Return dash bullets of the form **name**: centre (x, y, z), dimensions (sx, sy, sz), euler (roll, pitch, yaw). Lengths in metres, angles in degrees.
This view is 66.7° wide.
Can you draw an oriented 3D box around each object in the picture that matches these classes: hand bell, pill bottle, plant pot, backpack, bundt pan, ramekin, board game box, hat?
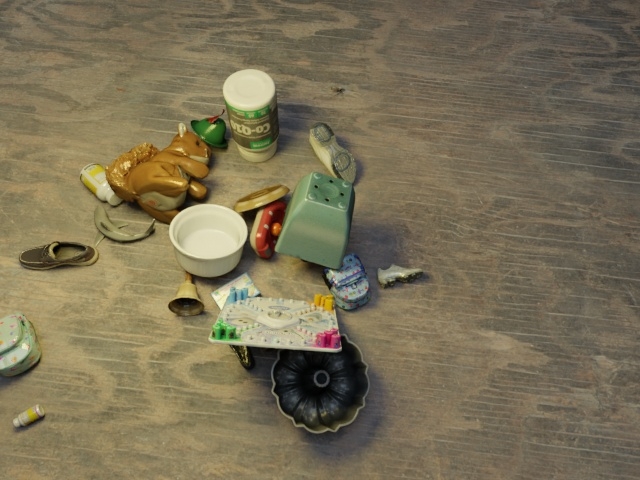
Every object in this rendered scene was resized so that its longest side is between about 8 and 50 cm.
- **hand bell**: centre (-0.487, 0.144, 1.803), dimensions (0.126, 0.126, 0.242), euler (-4, 51, -3)
- **pill bottle**: centre (-0.880, -0.225, 1.972), dimensions (0.184, 0.103, 0.103), euler (39, 68, 17)
- **plant pot**: centre (-0.235, -0.171, 1.906), dimensions (0.236, 0.236, 0.032), euler (-24, 105, -13)
- **pill bottle**: centre (-0.272, -0.494, 1.982), dimensions (0.204, 0.361, 0.204), euler (0, 62, -1)
- **backpack**: centre (0.105, 0.157, 1.789), dimensions (0.158, 0.117, 0.173), euler (-20, 66, -12)
- **pill bottle**: centre (-0.951, 0.574, 1.586), dimensions (0.083, 0.043, 0.043), euler (-28, 66, -14)
- **bundt pan**: centre (-0.011, 0.456, 1.596), dimensions (0.331, 0.124, 0.330), euler (5, 70, -14)
- **ramekin**: centre (-0.415, 0.005, 1.810), dimensions (0.277, 0.135, 0.277), euler (6, 46, -7)
- **board game box**: centre (-0.313, 0.200, 1.806), dimensions (0.154, 0.026, 0.103), euler (-31, 68, -16)
- **backpack**: centre (-1.052, 0.355, 1.645), dimensions (0.166, 0.144, 0.188), euler (-27, 69, -20)
- **board game box**: centre (-0.136, 0.246, 1.595), dimensions (0.390, 0.390, 0.050), euler (5, 103, -3)
- **hat**: centre (-0.426, -0.513, 2.051), dimensions (0.173, 0.183, 0.208), euler (8, 38, -48)
- **plant pot**: centre (0.003, -0.094, 1.709), dimensions (0.248, 0.252, 0.247), euler (16, 49, -5)

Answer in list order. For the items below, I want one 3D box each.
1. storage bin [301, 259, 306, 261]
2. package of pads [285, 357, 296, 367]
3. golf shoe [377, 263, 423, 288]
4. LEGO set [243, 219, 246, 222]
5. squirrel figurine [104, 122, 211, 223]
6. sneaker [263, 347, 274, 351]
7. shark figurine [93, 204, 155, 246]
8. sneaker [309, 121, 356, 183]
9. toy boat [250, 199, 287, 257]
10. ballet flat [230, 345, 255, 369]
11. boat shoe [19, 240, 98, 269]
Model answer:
- **storage bin**: centre (0.000, 0.000, 1.887), dimensions (0.180, 0.084, 0.122), euler (-11, 63, -8)
- **package of pads**: centre (-0.124, 0.435, 1.674), dimensions (0.083, 0.050, 0.032), euler (-28, 67, -14)
- **golf shoe**: centre (0.300, 0.118, 1.844), dimensions (0.176, 0.069, 0.086), euler (-11, 57, -8)
- **LEGO set**: centre (-0.314, -0.045, 1.941), dimensions (0.054, 0.023, 0.083), euler (18, 50, 5)
- **squirrel figurine**: centre (-0.629, -0.300, 1.932), dimensions (0.397, 0.281, 0.370), euler (12, 56, 2)
- **sneaker**: centre (-0.127, 0.320, 1.726), dimensions (0.188, 0.066, 0.071), euler (-26, 65, -15)
- **shark figurine**: centre (-0.786, -0.048, 1.879), dimensions (0.278, 0.116, 0.166), euler (15, 64, 9)
- **sneaker**: centre (0.051, -0.356, 2.065), dimensions (0.111, 0.129, 0.297), euler (-28, 85, -17)
- **toy boat**: centre (-0.166, -0.045, 1.859), dimensions (0.151, 0.151, 0.231), euler (6, 62, 15)
- **ballet flat**: centre (-0.280, 0.373, 1.703), dimensions (0.057, 0.049, 0.173), euler (-31, 67, -17)
- **boat shoe**: centre (-0.995, 0.047, 1.833), dimensions (0.285, 0.092, 0.102), euler (0, 62, -2)
